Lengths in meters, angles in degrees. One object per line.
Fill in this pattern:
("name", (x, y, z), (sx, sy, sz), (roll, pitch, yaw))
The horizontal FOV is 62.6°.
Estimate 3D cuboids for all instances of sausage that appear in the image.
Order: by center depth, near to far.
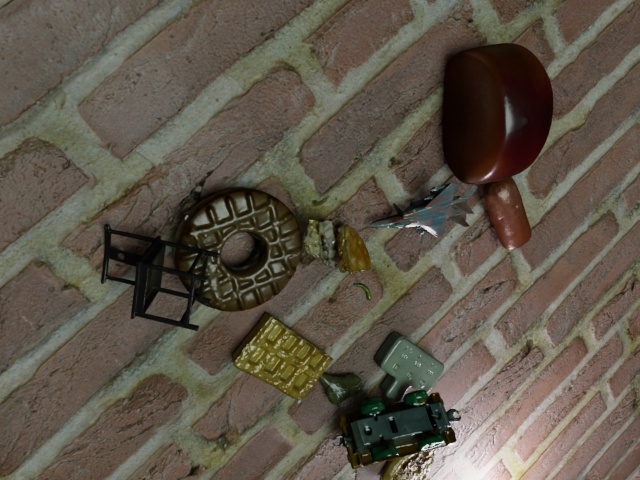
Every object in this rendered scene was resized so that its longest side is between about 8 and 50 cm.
("sausage", (0.594, -0.097, 1.682), (0.113, 0.113, 0.259), (-38, 122, -12))

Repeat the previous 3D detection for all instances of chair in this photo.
("chair", (-0.370, 0.078, 1.153), (0.259, 0.141, 0.155), (13, 113, -4))

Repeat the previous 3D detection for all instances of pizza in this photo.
("pizza", (0.083, 0.037, 1.471), (0.175, 0.046, 0.134), (63, 38, -25))
("pizza", (0.340, 0.804, 1.889), (0.292, 0.058, 0.197), (-28, 119, -17))

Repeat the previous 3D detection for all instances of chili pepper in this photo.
("chili pepper", (0.131, 0.151, 1.576), (0.030, 0.017, 0.083), (-42, 122, -7))

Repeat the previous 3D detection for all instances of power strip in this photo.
("power strip", (0.277, 0.433, 1.726), (0.265, 0.059, 0.194), (36, 88, -33))

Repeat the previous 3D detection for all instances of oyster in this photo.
("oyster", (0.001, 0.009, 1.389), (0.071, 0.209, 0.133), (0, 92, 12))

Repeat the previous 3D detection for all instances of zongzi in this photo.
("zongzi", (0.074, 0.417, 1.622), (0.154, 0.062, 0.131), (-32, 107, -22))

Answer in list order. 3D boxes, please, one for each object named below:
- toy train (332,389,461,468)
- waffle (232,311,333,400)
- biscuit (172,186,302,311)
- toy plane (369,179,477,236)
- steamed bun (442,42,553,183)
("toy train", (0.239, 0.611, 1.685), (0.428, 0.178, 0.249), (-8, 146, -13))
("waffle", (-0.106, 0.332, 1.490), (0.274, 0.057, 0.168), (39, 88, -32))
("biscuit", (-0.200, 0.025, 1.308), (0.331, 0.103, 0.332), (-10, 112, -26))
("toy plane", (0.292, -0.081, 1.523), (0.326, 0.104, 0.223), (-6, 138, -9))
("steamed bun", (0.494, -0.344, 1.460), (0.234, 0.248, 0.380), (-14, 112, -24))
